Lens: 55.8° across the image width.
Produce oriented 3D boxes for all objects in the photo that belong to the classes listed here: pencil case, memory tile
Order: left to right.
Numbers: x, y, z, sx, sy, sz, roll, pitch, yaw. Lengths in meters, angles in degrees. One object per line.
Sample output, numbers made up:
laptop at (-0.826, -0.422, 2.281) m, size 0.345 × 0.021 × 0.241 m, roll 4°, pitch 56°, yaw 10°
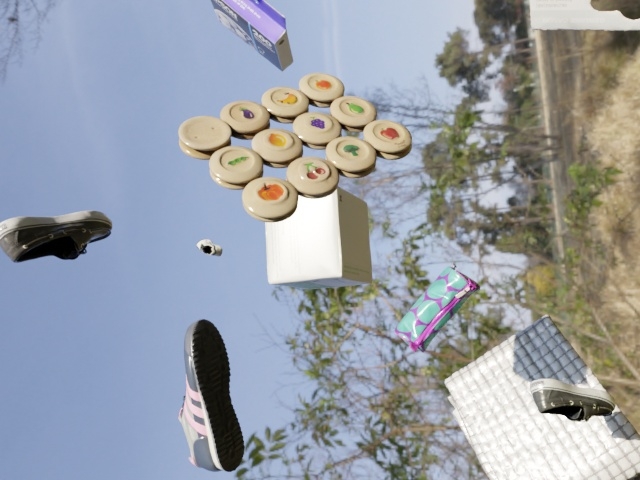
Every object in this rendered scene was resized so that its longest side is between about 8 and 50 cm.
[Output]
memory tile at (-0.016, -0.075, 0.437) m, size 0.148 × 0.113 × 0.012 m, roll -30°, pitch -31°, yaw -29°
pencil case at (0.192, 0.113, 1.000) m, size 0.064 × 0.151 × 0.070 m, roll 39°, pitch -176°, yaw -15°

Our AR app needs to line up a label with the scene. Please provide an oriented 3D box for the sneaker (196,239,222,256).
sneaker at (-0.272, 0.016, 1.439) m, size 0.037 × 0.083 × 0.031 m, roll 6°, pitch -82°, yaw -52°

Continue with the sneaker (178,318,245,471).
sneaker at (-0.259, 0.330, 1.278) m, size 0.112 × 0.131 × 0.319 m, roll -1°, pitch -100°, yaw -56°

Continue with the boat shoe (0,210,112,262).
boat shoe at (-0.438, 0.000, 1.030) m, size 0.076 × 0.080 × 0.228 m, roll 57°, pitch -160°, yaw 12°

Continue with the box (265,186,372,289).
box at (0.000, 0.000, 0.671) m, size 0.101 × 0.087 × 0.102 m, roll 19°, pitch -115°, yaw -65°

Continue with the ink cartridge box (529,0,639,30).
ink cartridge box at (0.256, -0.284, 0.472) m, size 0.066 × 0.189 × 0.232 m, roll -56°, pitch -39°, yaw -26°

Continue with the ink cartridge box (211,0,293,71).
ink cartridge box at (-0.154, -0.477, 1.298) m, size 0.045 × 0.206 × 0.208 m, roll -49°, pitch -7°, yaw -5°

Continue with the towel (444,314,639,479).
towel at (0.367, 0.304, 1.000) m, size 0.121 × 0.235 × 0.283 m, roll 39°, pitch -163°, yaw -48°

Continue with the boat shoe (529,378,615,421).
boat shoe at (0.327, 0.213, 0.780) m, size 0.142 × 0.049 × 0.040 m, roll 18°, pitch -128°, yaw -23°
